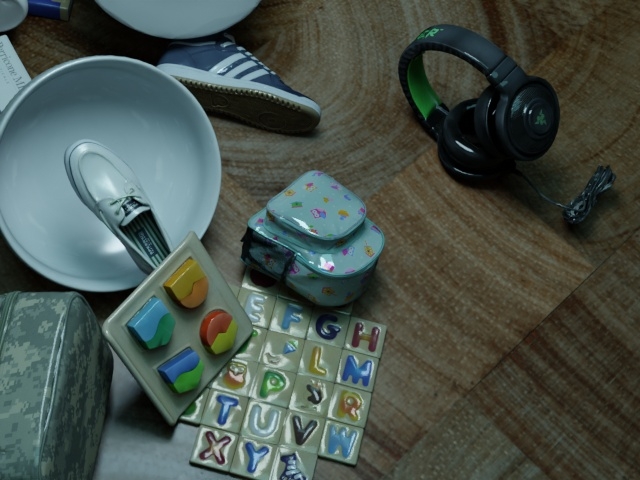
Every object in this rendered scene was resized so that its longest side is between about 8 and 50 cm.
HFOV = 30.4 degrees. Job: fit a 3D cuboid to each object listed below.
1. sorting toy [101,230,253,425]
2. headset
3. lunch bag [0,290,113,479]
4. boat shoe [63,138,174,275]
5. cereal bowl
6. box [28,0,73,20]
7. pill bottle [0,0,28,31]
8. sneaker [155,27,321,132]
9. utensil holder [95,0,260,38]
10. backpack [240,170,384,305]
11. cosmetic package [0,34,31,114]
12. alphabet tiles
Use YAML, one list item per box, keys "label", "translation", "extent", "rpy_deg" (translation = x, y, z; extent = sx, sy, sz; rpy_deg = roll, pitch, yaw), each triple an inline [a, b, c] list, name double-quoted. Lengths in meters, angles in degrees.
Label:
- label: "sorting toy"
  translation: [-0.186, 0.122, 1.625]
  extent: [0.038, 0.193, 0.208]
  rpy_deg: [5, 45, 42]
- label: "headset"
  translation: [0.300, -0.190, 1.874]
  extent: [0.394, 0.243, 0.185]
  rpy_deg: [48, 67, -6]
- label: "lunch bag"
  translation: [-0.430, 0.224, 1.520]
  extent: [0.256, 0.212, 0.305]
  rpy_deg: [-1, 58, 9]
- label: "boat shoe"
  translation: [-0.263, -0.045, 1.624]
  extent: [0.083, 0.076, 0.226]
  rpy_deg: [-44, 113, -16]
- label: "cereal bowl"
  translation: [-0.324, -0.098, 1.708]
  extent: [0.339, 0.141, 0.339]
  rpy_deg: [-4, 98, -28]
- label: "box"
  translation: [-0.526, -0.448, 1.993]
  extent: [0.225, 0.036, 0.136]
  rpy_deg: [7, 59, -4]
- label: "pill bottle"
  translation: [-0.533, -0.451, 1.903]
  extent: [0.118, 0.117, 0.208]
  rpy_deg: [-2, 62, -11]
- label: "sneaker"
  translation: [-0.123, -0.278, 1.924]
  extent: [0.282, 0.099, 0.153]
  rpy_deg: [14, 60, 2]
- label: "utensil holder"
  translation: [-0.223, -0.558, 1.892]
  extent: [0.328, 0.327, 0.385]
  rpy_deg: [3, 46, -8]
- label: "backpack"
  translation: [0.000, 0.000, 1.747]
  extent: [0.188, 0.144, 0.166]
  rpy_deg: [38, 45, 12]
- label: "cosmetic package"
  translation: [-0.521, -0.184, 1.767]
  extent: [0.184, 0.151, 0.151]
  rpy_deg: [-24, 66, -22]
- label: "alphabet tiles"
  translation: [-0.062, 0.186, 1.710]
  extent: [0.285, 0.011, 0.342]
  rpy_deg: [15, 58, 0]
